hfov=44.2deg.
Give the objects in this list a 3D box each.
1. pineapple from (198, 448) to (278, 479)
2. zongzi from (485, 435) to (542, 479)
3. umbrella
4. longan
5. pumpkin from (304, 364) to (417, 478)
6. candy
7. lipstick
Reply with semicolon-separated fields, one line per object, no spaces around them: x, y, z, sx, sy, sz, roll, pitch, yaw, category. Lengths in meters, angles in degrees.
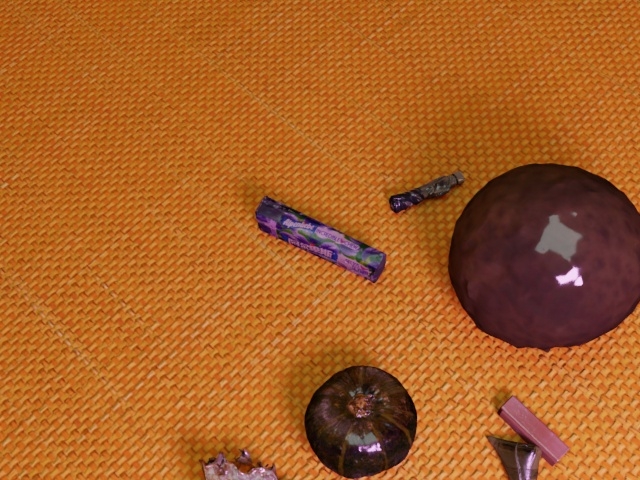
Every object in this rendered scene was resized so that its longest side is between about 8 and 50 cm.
-0.138;0.502;1.480;0.236;0.114;0.186;29;67;13;pineapple
0.366;0.440;1.529;0.113;0.052;0.104;5;75;33;zongzi
0.248;-0.110;1.819;0.188;0.046;0.050;-22;67;-14;umbrella
0.447;0.036;1.556;0.390;0.391;0.391;-1;62;2;longan
0.079;0.351;1.524;0.223;0.157;0.224;-1;44;1;pumpkin
0.000;0.000;1.746;0.312;0.088;0.061;25;71;15;candy
0.417;0.375;1.554;0.045;0.045;0.145;-38;67;-19;lipstick
